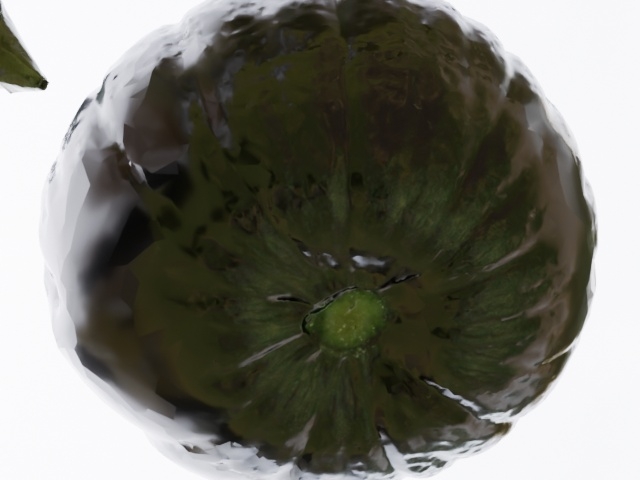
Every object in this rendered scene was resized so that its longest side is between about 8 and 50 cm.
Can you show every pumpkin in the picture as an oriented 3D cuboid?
[{"bbox_3d":[0.000,0.000,0.617,0.202,0.140,0.202,-4,-62,-7],"label":"pumpkin"}]

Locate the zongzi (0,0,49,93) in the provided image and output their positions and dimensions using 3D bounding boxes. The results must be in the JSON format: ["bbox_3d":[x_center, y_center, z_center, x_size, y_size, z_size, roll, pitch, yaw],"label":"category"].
[{"bbox_3d":[-0.165,-0.119,0.755,0.055,0.119,0.109,-14,-77,-52],"label":"zongzi"}]
